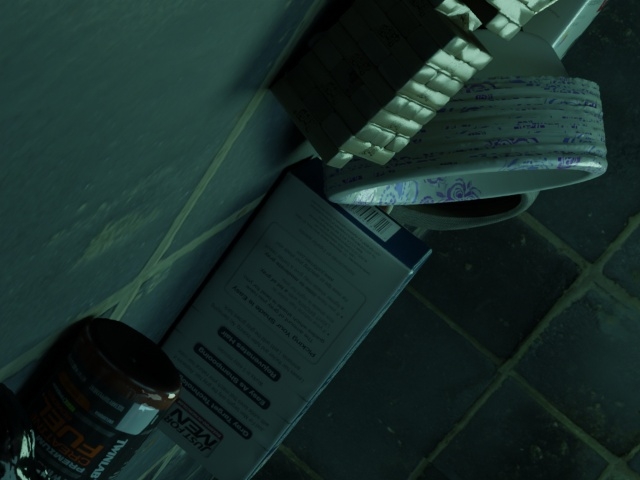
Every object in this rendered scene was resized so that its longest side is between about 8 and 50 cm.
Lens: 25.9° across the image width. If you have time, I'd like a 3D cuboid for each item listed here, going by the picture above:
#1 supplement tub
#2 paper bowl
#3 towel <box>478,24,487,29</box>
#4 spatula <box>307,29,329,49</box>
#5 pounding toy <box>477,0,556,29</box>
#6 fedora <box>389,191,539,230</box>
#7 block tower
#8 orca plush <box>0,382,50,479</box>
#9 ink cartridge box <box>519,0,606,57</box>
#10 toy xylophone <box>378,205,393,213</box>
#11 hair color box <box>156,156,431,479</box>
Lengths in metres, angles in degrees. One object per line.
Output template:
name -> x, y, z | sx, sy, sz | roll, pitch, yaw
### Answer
supplement tub -> -0.215, 0.171, 1.215 | 0.198, 0.106, 0.106 | -53, 172, 14
paper bowl -> 0.139, -0.122, 1.396 | 0.284, 0.284, 0.148 | 23, 62, -82
towel -> 0.210, -0.334, 1.302 | 0.237, 0.037, 0.329 | -49, 159, -3
spatula -> 0.101, -0.236, 1.203 | 0.242, 0.019, 0.168 | -17, 152, -41
pounding toy -> 0.180, -0.243, 1.538 | 0.130, 0.100, 0.141 | -55, 171, 34
fedora -> 0.185, -0.114, 1.969 | 0.275, 0.244, 0.124 | 151, -49, -62
block tower -> 0.115, -0.202, 1.144 | 0.335, 0.091, 0.097 | -43, 157, 16
orca plush -> -0.273, 0.251, 1.041 | 0.151, 0.102, 0.287 | 22, 104, -46
ink cartridge box -> 0.231, -0.250, 1.699 | 0.306, 0.131, 0.226 | -55, 172, 21
toy xylophone -> 0.000, 0.000, 1.745 | 0.236, 0.081, 0.323 | -55, 171, 34
hair color box -> -0.050, 0.096, 1.561 | 0.347, 0.174, 0.105 | -53, 174, 21
